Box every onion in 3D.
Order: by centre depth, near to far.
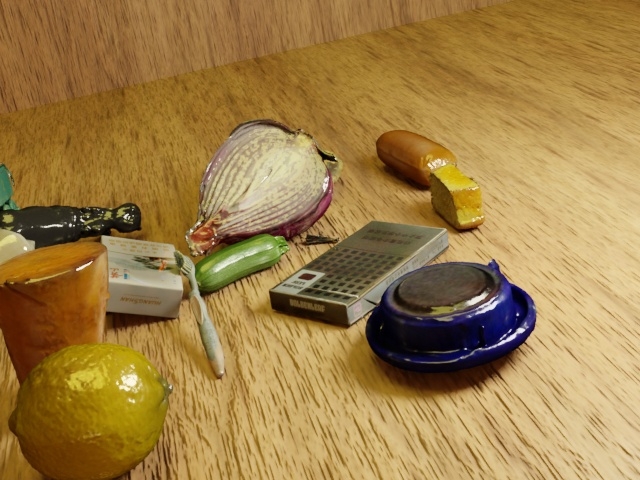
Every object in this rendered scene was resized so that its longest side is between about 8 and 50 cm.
[{"bbox_3d":[-0.134,-0.076,2.073,0.348,0.159,0.267,-41,64,-7],"label":"onion"}]

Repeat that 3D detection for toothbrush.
[{"bbox_3d":[-0.211,0.123,1.746,0.028,0.037,0.375,-41,35,8],"label":"toothbrush"}]

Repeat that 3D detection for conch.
[{"bbox_3d":[-0.663,0.091,2.011,0.158,0.127,0.255,36,66,17],"label":"conch"}]

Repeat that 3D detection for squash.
[{"bbox_3d":[-0.159,0.041,1.928,0.219,0.068,0.077,-22,18,-25],"label":"squash"}]

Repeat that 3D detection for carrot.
[{"bbox_3d":[-0.404,0.145,1.558,0.196,0.254,0.196,-7,18,2],"label":"carrot"}]

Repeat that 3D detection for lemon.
[{"bbox_3d":[-0.316,0.238,1.380,0.231,0.192,0.192,-13,23,-3],"label":"lemon"}]

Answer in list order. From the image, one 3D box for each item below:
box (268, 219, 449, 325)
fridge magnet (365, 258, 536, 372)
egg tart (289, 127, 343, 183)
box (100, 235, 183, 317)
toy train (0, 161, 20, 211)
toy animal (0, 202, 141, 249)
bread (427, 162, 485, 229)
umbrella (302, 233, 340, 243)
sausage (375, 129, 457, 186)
[{"bbox_3d":[0.076,0.051,1.827,0.180,0.047,0.325,9,30,38],"label":"box"},{"bbox_3d":[0.198,0.115,1.538,0.265,0.113,0.265,-11,22,5],"label":"fridge magnet"},{"bbox_3d":[-0.114,-0.164,2.301,0.352,0.150,0.352,-13,23,5],"label":"egg tart"},{"bbox_3d":[-0.347,0.067,1.900,0.149,0.067,0.233,5,20,-15],"label":"box"},{"bbox_3d":[-0.790,-0.093,2.384,0.112,0.163,0.203,-15,14,-6],"label":"toy train"},{"bbox_3d":[-0.575,-0.030,2.199,0.343,0.106,0.168,-10,-1,-27],"label":"toy animal"},{"bbox_3d":[0.267,-0.089,2.003,0.065,0.103,0.187,-16,28,-8],"label":"bread"},{"bbox_3d":[0.000,-0.002,2.027,0.083,0.020,0.031,-2,-15,19],"label":"umbrella"},{"bbox_3d":[0.214,-0.191,2.271,0.105,0.105,0.274,-18,24,-17],"label":"sausage"}]
